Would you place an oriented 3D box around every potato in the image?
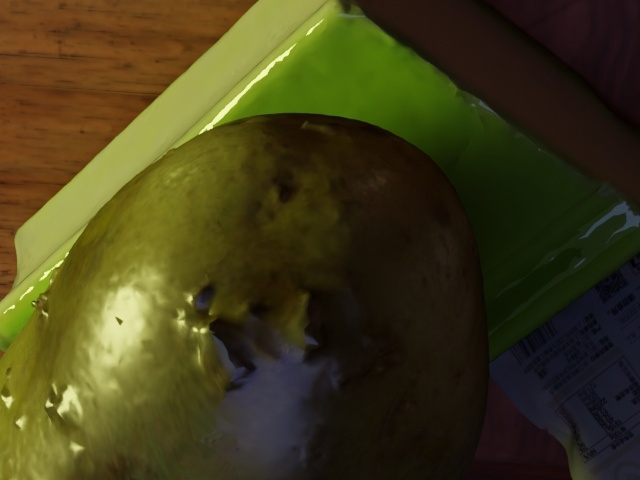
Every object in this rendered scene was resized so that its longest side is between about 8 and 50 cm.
[{"bbox_3d":[-0.039,0.077,0.759,0.210,0.173,0.307,33,129,5],"label":"potato"}]

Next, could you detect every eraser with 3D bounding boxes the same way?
[{"bbox_3d":[0.000,0.000,0.864,0.210,0.092,0.274,33,125,-22],"label":"eraser"}]

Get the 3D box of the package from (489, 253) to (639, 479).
[{"bbox_3d":[0.168,0.067,0.889,0.171,0.027,0.173,-44,77,34],"label":"package"}]
